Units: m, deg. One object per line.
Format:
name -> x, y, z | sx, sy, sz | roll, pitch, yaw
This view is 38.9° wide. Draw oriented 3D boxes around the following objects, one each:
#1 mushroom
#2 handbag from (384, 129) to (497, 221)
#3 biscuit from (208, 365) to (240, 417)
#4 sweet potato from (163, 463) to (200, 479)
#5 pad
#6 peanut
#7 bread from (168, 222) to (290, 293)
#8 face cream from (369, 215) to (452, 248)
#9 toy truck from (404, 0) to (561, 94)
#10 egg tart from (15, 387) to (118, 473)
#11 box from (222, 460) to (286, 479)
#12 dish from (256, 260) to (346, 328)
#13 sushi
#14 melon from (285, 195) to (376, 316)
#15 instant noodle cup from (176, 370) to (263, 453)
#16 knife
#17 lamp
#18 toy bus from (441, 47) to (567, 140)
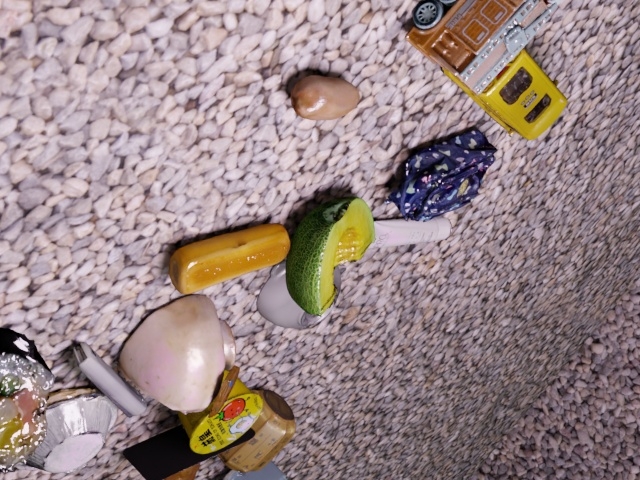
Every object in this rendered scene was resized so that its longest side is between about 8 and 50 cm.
mushroom -> -0.239, 0.220, 1.765 | 0.236, 0.162, 0.173 | -6, 137, -46
handbag -> 0.261, -0.127, 1.903 | 0.260, 0.113, 0.162 | -24, 153, -37
biscuit -> -0.186, 0.294, 1.787 | 0.120, 0.019, 0.130 | -63, 178, -22
sweet potato -> -0.348, 0.565, 2.179 | 0.097, 0.097, 0.252 | -14, 146, -36
pad -> -0.291, 0.450, 2.015 | 0.267, 0.181, 0.004 | -19, 113, -29
peanut -> 0.009, -0.238, 1.525 | 0.152, 0.076, 0.076 | -8, 137, -49
bread -> -0.168, 0.027, 1.676 | 0.239, 0.074, 0.093 | -17, 127, -35
face cream -> 0.187, -0.021, 2.021 | 0.243, 0.058, 0.092 | -6, 141, -34
toy truck -> 0.305, -0.405, 1.537 | 0.305, 0.162, 0.136 | -48, 148, 13
egg tart -> -0.496, 0.383, 1.770 | 0.234, 0.094, 0.234 | -27, 149, -18
box -> -0.192, 0.676, 2.440 | 0.162, 0.130, 0.227 | -34, 153, -39
dish -> -0.020, 0.115, 1.938 | 0.236, 0.086, 0.228 | 10, 124, -52
sushi -> -0.567, 0.255, 1.450 | 0.238, 0.218, 0.225 | 51, 52, -34
melon -> 0.000, 0.000, 1.770 | 0.265, 0.129, 0.169 | -50, 146, -44
instant noodle cup -> -0.235, 0.343, 1.947 | 0.182, 0.144, 0.182 | -28, 147, -21
knife -> -0.404, 0.267, 1.739 | 0.040, 0.073, 0.266 | -28, 146, -3
lamp -> -0.159, 0.454, 2.162 | 0.185, 0.161, 0.161 | -48, 148, 13
toy bus -> 0.372, -0.296, 1.762 | 0.145, 0.151, 0.331 | -50, 147, 12
